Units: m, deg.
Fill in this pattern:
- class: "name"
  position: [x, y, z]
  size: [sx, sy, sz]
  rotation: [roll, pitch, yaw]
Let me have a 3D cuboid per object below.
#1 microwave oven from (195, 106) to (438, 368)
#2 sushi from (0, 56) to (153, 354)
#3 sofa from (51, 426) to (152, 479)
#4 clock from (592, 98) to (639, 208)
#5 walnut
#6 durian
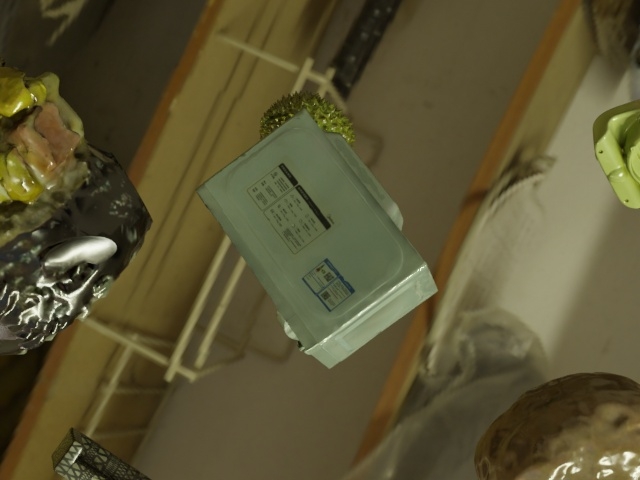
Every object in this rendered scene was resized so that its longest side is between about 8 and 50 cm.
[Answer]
- class: "microwave oven"
  position: [0.000, 0.000, 1.080]
  size: [0.162, 0.208, 0.122]
  rotation: [-36, 161, 0]
- class: "sushi"
  position: [-0.413, -0.050, 1.362]
  size: [0.329, 0.328, 0.285]
  rotation: [-40, 124, -3]
- class: "sofa"
  position: [-0.216, 0.243, 1.098]
  size: [0.039, 0.118, 0.060]
  rotation: [-53, -165, -4]
- class: "clock"
  position: [0.531, -0.143, 1.587]
  size: [0.170, 0.232, 0.069]
  rotation: [51, 35, -36]
- class: "walnut"
  position: [0.332, 0.295, 1.371]
  size: [0.273, 0.273, 0.227]
  rotation: [-62, -173, -5]
- class: "durian"
  position: [-0.019, -0.136, 1.694]
  size: [0.159, 0.146, 0.198]
  rotation: [-50, 133, -52]
